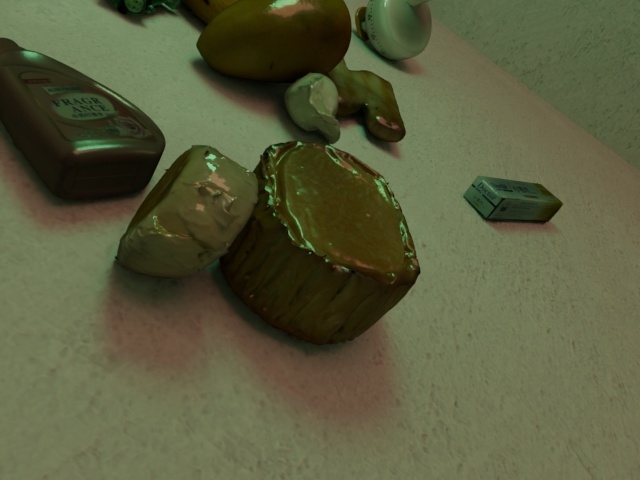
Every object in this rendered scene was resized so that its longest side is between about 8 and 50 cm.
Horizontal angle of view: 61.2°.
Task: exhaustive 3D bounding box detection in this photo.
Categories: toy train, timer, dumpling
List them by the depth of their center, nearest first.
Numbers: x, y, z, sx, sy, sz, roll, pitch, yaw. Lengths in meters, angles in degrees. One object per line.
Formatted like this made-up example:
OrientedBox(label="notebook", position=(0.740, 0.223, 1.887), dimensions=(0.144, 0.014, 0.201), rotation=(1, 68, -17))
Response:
OrientedBox(label="dumpling", position=(-0.004, -0.243, 1.015), dimensions=(0.100, 0.169, 0.134), rotation=(-42, 114, -19))
OrientedBox(label="toy train", position=(-0.335, -0.472, 1.016), dimensions=(0.104, 0.071, 0.178), rotation=(36, 33, -8))
OrientedBox(label="timer", position=(0.259, -0.683, 1.669), dimensions=(0.233, 0.234, 0.240), rotation=(5, 0, -39))

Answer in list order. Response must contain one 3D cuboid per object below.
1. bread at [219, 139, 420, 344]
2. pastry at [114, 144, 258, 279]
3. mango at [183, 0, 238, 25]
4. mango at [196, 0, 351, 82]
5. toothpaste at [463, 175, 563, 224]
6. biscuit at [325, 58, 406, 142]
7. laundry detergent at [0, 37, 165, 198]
OrientedBox(label="bread", position=(0.000, 0.000, 0.671), dimensions=(0.227, 0.142, 0.254), rotation=(24, 37, -21))
OrientedBox(label="pastry", position=(-0.137, -0.027, 0.565), dimensions=(0.088, 0.165, 0.166), rotation=(39, 30, -21))
OrientedBox(label="mango", position=(-0.222, -0.528, 1.143), dimensions=(0.294, 0.120, 0.177), rotation=(37, 31, 1))
OrientedBox(label="mango", position=(-0.076, -0.389, 1.027), dimensions=(0.317, 0.211, 0.173), rotation=(-23, 95, -35))
OrientedBox(label="toothpaste", position=(0.465, -0.094, 1.291), dimensions=(0.312, 0.071, 0.089), rotation=(-1, 44, -43))
OrientedBox(label="biscuit", position=(0.077, -0.338, 1.236), dimensions=(0.236, 0.062, 0.291), rotation=(22, 34, -20))
OrientedBox(label="laundry detergent", position=(-0.292, -0.154, 0.652), dimensions=(0.237, 0.076, 0.171), rotation=(48, 33, 21))
